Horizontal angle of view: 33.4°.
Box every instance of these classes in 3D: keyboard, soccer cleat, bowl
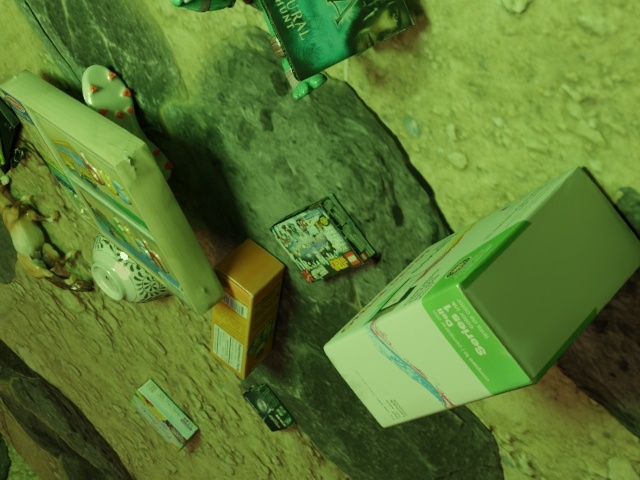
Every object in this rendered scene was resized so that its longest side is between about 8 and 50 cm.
[{"bbox_3d":[-0.547,-0.176,1.852,0.108,0.023,0.180,52,150,7],"label":"keyboard"},{"bbox_3d":[-0.282,-0.156,1.502,0.076,0.068,0.196,2,129,54],"label":"soccer cleat"},{"bbox_3d":[-0.326,0.048,1.764,0.170,0.080,0.170,33,146,25],"label":"bowl"}]

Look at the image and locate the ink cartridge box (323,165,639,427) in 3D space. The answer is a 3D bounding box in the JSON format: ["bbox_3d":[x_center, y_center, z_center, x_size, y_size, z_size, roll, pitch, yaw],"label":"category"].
[{"bbox_3d":[0.154,0.065,1.069,0.117,0.201,0.278,51,149,-3],"label":"ink cartridge box"}]

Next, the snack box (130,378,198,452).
[{"bbox_3d":[-0.311,0.348,2.114,0.141,0.037,0.100,45,150,6],"label":"snack box"}]

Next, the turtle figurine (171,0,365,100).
[{"bbox_3d":[-0.048,-0.265,1.052,0.175,0.118,0.234,-36,99,18],"label":"turtle figurine"}]

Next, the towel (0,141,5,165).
[{"bbox_3d":[-0.636,-0.229,1.887,0.237,0.021,0.102,39,142,27],"label":"towel"}]

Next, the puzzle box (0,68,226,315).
[{"bbox_3d":[-0.302,-0.078,1.519,0.409,0.052,0.272,31,152,49],"label":"puzzle box"}]

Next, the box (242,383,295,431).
[{"bbox_3d":[-0.086,0.280,1.778,0.083,0.018,0.067,53,149,-6],"label":"box"}]

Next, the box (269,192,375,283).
[{"bbox_3d":[0.000,0.000,1.357,0.094,0.027,0.137,53,148,-8],"label":"box"}]

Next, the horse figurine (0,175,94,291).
[{"bbox_3d":[-0.524,-0.002,1.971,0.174,0.066,0.263,-2,121,45],"label":"horse figurine"}]

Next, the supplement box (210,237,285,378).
[{"bbox_3d":[-0.110,0.104,1.561,0.080,0.078,0.233,36,147,16],"label":"supplement box"}]

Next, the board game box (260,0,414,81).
[{"bbox_3d":[-0.004,-0.258,0.987,0.186,0.126,0.026,64,176,-22],"label":"board game box"}]
